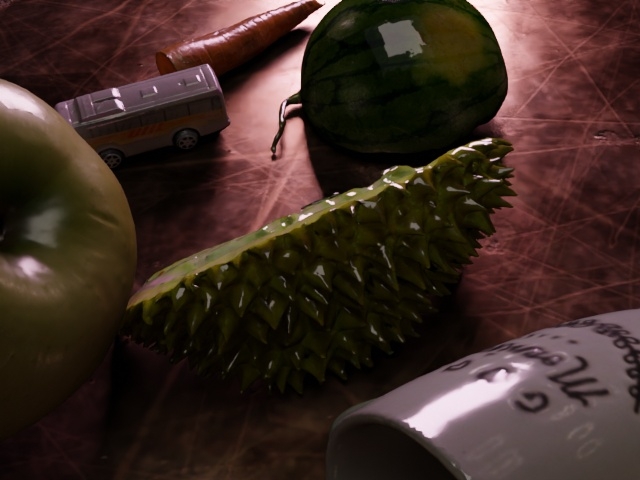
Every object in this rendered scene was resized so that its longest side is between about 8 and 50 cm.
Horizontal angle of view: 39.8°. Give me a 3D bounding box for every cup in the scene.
[{"bbox_3d":[0.126,0.137,0.566,0.234,0.186,0.258,-23,20,-31],"label":"cup"}]

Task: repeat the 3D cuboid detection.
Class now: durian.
[{"bbox_3d":[0.008,0.003,0.696,0.356,0.157,0.169,-24,42,-13],"label":"durian"}]

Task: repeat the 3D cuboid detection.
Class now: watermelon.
[{"bbox_3d":[0.071,-0.187,0.889,0.232,0.127,0.204,2,50,13],"label":"watermelon"}]

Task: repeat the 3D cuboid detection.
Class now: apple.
[{"bbox_3d":[-0.274,0.020,0.619,0.279,0.279,0.279,-2,47,2],"label":"apple"}]

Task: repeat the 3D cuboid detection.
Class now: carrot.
[{"bbox_3d":[-0.083,-0.230,0.993,0.224,0.057,0.057,-35,54,-30],"label":"carrot"}]

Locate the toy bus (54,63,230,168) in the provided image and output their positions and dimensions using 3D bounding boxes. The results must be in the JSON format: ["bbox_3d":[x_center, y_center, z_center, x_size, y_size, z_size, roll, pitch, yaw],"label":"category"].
[{"bbox_3d":[-0.179,-0.121,0.879,0.172,0.072,0.057,-17,52,-11],"label":"toy bus"}]
